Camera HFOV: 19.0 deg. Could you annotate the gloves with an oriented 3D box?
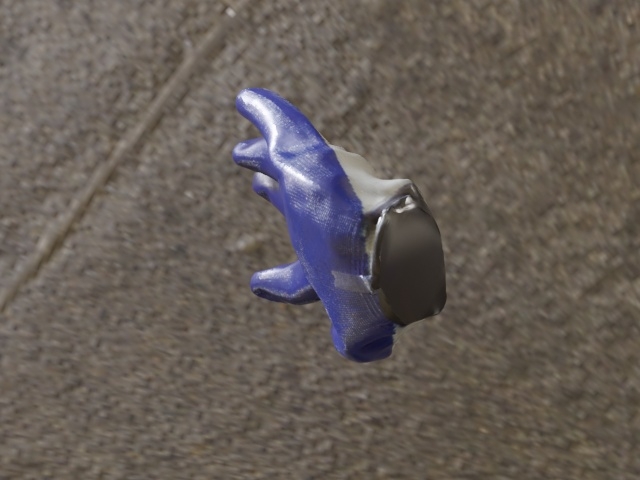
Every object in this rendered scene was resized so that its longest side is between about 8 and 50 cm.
[{"bbox_3d":[0.000,0.000,0.454,0.026,0.064,0.086,-22,31,-21],"label":"gloves"}]
